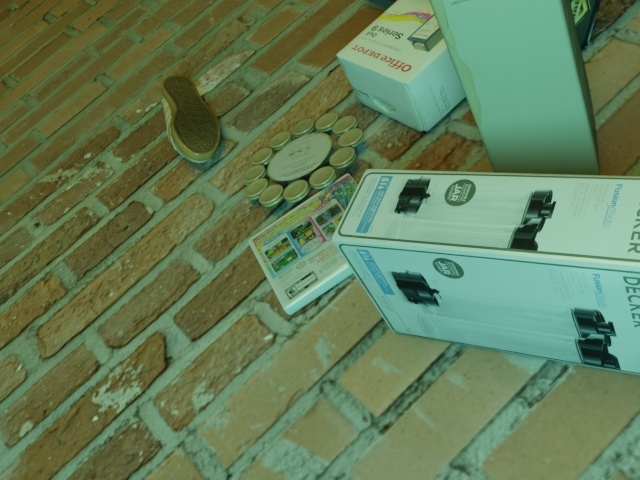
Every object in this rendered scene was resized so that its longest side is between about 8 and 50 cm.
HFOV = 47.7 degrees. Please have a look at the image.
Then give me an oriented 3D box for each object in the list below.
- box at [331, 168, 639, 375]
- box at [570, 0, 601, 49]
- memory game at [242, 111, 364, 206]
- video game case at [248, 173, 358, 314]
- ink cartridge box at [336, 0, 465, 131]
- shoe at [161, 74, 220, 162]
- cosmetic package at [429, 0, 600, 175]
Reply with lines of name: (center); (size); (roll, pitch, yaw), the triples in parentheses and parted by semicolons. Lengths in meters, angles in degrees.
box: (0.175, 0.025, 0.637); (0.290, 0.169, 0.087); (6, 55, 34)
box: (0.255, -0.331, 0.835); (0.175, 0.220, 0.051); (-7, 35, -21)
memory game: (-0.026, -0.112, 0.987); (0.186, 0.012, 0.186); (-20, 38, 16)
video game case: (0.000, 0.000, 0.877); (0.157, 0.019, 0.143); (-34, 42, 1)
ink cartridge box: (0.152, -0.262, 0.969); (0.212, 0.093, 0.154); (-44, 43, -9)
shoe: (-0.207, -0.184, 1.152); (0.077, 0.058, 0.219); (-7, 44, -17)
cosmetic package: (0.198, -0.212, 0.736); (0.113, 0.309, 0.160); (-10, 46, 23)
